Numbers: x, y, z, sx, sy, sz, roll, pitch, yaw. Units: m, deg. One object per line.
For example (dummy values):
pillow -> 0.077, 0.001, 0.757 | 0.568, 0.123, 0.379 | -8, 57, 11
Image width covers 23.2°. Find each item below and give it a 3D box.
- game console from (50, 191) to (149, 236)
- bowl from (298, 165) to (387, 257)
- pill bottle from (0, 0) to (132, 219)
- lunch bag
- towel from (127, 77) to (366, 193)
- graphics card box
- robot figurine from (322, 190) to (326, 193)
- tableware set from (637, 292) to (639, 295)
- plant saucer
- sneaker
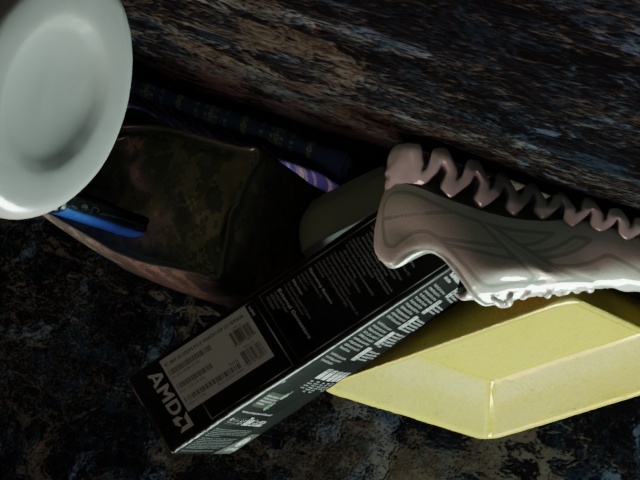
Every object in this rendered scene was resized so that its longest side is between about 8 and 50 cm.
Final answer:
game console -> -0.312, -0.136, 1.477 | 0.293, 0.173, 0.250 | 19, 179, 27
bowl -> 0.049, -0.027, 1.624 | 0.142, 0.053, 0.142 | -27, 161, 16
pill bottle -> -0.320, -0.145, 1.139 | 0.334, 0.188, 0.188 | 18, 176, 27
lunch bag -> -0.156, -0.033, 1.659 | 0.287, 0.169, 0.235 | 14, 172, 26
towel -> -0.106, -0.112, 1.702 | 0.336, 0.040, 0.243 | 19, 176, 10
graphics card box -> 0.012, 0.077, 1.537 | 0.094, 0.371, 0.233 | 56, -174, 12
robot figurine -> -0.002, 0.000, 1.843 | 0.128, 0.158, 0.219 | 27, -163, -34
tableware set -> 0.363, 0.056, 1.675 | 0.128, 0.039, 0.194 | 18, 176, 30
plant saucer -> 0.223, 0.118, 1.735 | 0.332, 0.081, 0.332 | -23, 150, 34
sneaker -> 0.185, 0.011, 1.349 | 0.292, 0.118, 0.110 | 18, 175, 6
